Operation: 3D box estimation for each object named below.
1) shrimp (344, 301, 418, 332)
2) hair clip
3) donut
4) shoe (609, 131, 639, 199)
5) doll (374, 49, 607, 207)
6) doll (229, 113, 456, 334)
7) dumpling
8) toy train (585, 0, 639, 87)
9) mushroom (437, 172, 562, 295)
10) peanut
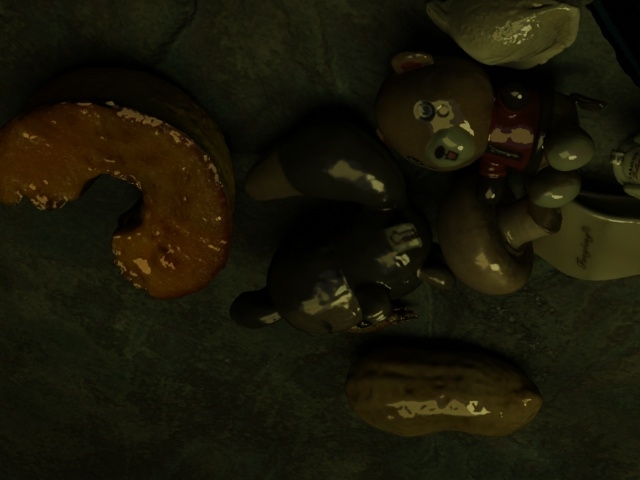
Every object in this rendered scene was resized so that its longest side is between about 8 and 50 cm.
[{"bbox_3d":[0.102,0.146,2.113,0.184,0.043,0.091,-10,141,32],"label":"shrimp"},{"bbox_3d":[0.454,-0.014,1.797,0.282,0.113,0.173,6,137,8],"label":"hair clip"},{"bbox_3d":[-0.311,-0.115,1.839,0.435,0.163,0.377,39,130,-24],"label":"donut"},{"bbox_3d":[0.518,-0.087,1.576,0.210,0.342,0.132,13,105,11],"label":"shoe"},{"bbox_3d":[0.244,-0.178,1.629,0.329,0.174,0.235,15,149,3],"label":"doll"},{"bbox_3d":[0.010,-0.016,1.871,0.382,0.252,0.379,-18,98,26],"label":"doll"},{"bbox_3d":[0.264,-0.295,1.537,0.215,0.126,0.166,-20,145,27],"label":"dumpling"},{"bbox_3d":[0.495,-0.254,1.396,0.265,0.300,0.188,22,124,-30],"label":"toy train"},{"bbox_3d":[0.292,-0.019,1.766,0.204,0.204,0.204,7,138,6],"label":"mushroom"},{"bbox_3d":[0.239,0.304,2.152,0.387,0.170,0.192,4,143,9],"label":"peanut"}]
